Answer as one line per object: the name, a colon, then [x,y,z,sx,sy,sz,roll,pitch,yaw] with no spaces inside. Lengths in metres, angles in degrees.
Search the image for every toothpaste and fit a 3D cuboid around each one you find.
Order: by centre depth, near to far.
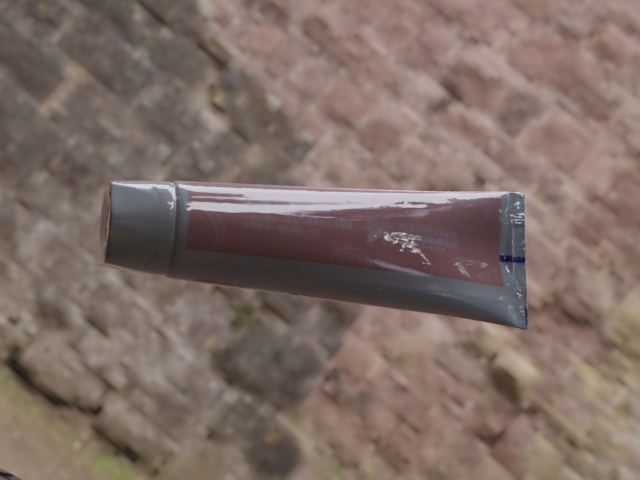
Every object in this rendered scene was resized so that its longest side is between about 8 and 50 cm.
toothpaste: [0.000,0.000,0.869,0.194,0.067,0.043,6,-22,-13]

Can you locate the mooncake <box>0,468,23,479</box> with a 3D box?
mooncake: [-0.115,0.203,0.301,0.381,0.351,0.212,36,-30,-23]
